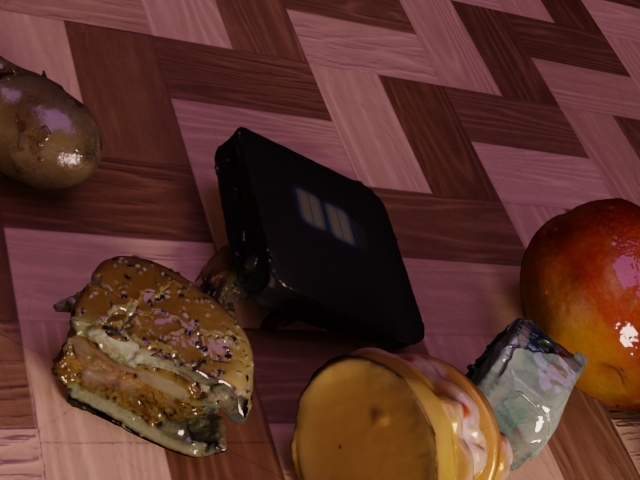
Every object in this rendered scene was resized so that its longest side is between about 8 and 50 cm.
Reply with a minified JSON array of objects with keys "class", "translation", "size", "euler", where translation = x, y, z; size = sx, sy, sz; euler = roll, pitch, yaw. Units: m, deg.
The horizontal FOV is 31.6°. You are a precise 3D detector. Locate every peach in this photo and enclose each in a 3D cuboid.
[{"class":"peach","translation":[0.498,0.111,1.913],"size":[0.290,0.372,0.372],"euler":[-19,56,-6]}]

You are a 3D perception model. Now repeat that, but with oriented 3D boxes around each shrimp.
[{"class":"shrimp","translation":[-0.098,0.077,1.731],"size":[0.173,0.058,0.253],"euler":[40,36,-6]}]

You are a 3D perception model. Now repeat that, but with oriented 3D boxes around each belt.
[{"class":"belt","translation":[0.288,0.225,1.694],"size":[0.150,0.207,0.257],"euler":[36,-2,5]}]

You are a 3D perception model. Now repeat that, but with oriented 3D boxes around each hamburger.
[{"class":"hamburger","translation":[0.121,0.279,1.526],"size":[0.237,0.276,0.276],"euler":[3,47,-49]},{"class":"hamburger","translation":[-0.215,0.140,1.491],"size":[0.288,0.167,0.192],"euler":[27,42,-9]}]

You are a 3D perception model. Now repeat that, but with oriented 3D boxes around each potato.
[{"class":"potato","translation":[-0.442,-0.176,1.674],"size":[0.262,0.165,0.165],"euler":[40,40,14]}]

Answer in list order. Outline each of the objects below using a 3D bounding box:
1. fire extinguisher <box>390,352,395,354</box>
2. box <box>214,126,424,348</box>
[{"class":"fire extinguisher","translation":[0.128,0.209,1.771],"size":[0.083,0.022,0.028],"euler":[56,6,25]},{"class":"box","translation":[0.000,0.000,1.799],"size":[0.350,0.091,0.359],"euler":[23,37,-36]}]
